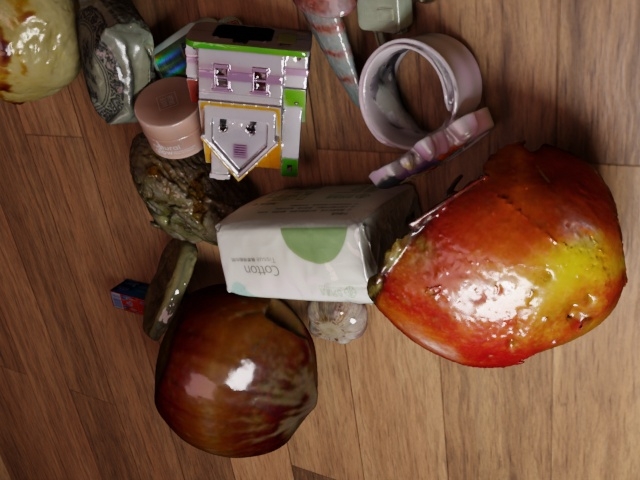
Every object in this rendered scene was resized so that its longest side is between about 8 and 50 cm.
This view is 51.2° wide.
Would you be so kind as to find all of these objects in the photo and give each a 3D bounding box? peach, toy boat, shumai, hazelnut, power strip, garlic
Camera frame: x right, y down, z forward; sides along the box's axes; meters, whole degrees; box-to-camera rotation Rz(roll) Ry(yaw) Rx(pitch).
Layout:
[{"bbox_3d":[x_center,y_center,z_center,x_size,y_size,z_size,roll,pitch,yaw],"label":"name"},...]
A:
[{"bbox_3d":[0.283,0.032,1.111,0.416,0.339,0.354,-5,76,11],"label":"peach"},{"bbox_3d":[0.028,-0.376,1.246,0.206,0.096,0.282,38,157,56],"label":"toy boat"},{"bbox_3d":[-0.337,-0.081,1.584,0.346,0.217,0.283,42,131,2],"label":"shumai"},{"bbox_3d":[-0.215,0.321,1.621,0.402,0.402,0.430,24,114,20],"label":"hazelnut"},{"bbox_3d":[0.107,-0.456,1.152,0.093,0.053,0.288,18,132,34],"label":"power strip"},{"bbox_3d":[0.042,0.172,1.555,0.147,0.102,0.159,31,142,-2],"label":"garlic"}]

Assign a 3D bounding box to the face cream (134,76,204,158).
[{"bbox_3d":[-0.313,-0.264,1.438,0.149,0.149,0.104,23,153,21],"label":"face cream"}]

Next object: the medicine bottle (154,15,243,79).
[{"bbox_3d":[-0.256,-0.404,1.432,0.228,0.083,0.121,-17,110,38],"label":"medicine bottle"}]

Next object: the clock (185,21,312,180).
[{"bbox_3d":[-0.146,-0.265,1.353,0.235,0.166,0.310,5,122,-1],"label":"clock"}]

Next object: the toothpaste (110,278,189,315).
[{"bbox_3d":[-0.459,0.181,1.910,0.320,0.076,0.066,12,122,29],"label":"toothpaste"}]

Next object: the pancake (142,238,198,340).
[{"bbox_3d":[-0.398,0.119,1.729,0.049,0.295,0.294,22,137,-25],"label":"pancake"}]

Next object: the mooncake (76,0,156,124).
[{"bbox_3d":[-0.458,-0.407,1.478,0.254,0.136,0.250,50,144,40],"label":"mooncake"}]

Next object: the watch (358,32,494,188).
[{"bbox_3d":[0.159,-0.234,1.191,0.244,0.196,0.231,-32,89,44],"label":"watch"}]

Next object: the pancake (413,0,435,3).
[{"bbox_3d":[0.174,-0.498,1.133,0.190,0.020,0.184,7,120,30],"label":"pancake"}]

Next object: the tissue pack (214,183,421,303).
[{"bbox_3d":[0.001,0.002,1.373,0.356,0.266,0.194,1,111,33],"label":"tissue pack"}]

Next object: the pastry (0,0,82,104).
[{"bbox_3d":[-0.735,-0.501,1.540,0.388,0.312,0.389,16,122,27],"label":"pastry"}]
